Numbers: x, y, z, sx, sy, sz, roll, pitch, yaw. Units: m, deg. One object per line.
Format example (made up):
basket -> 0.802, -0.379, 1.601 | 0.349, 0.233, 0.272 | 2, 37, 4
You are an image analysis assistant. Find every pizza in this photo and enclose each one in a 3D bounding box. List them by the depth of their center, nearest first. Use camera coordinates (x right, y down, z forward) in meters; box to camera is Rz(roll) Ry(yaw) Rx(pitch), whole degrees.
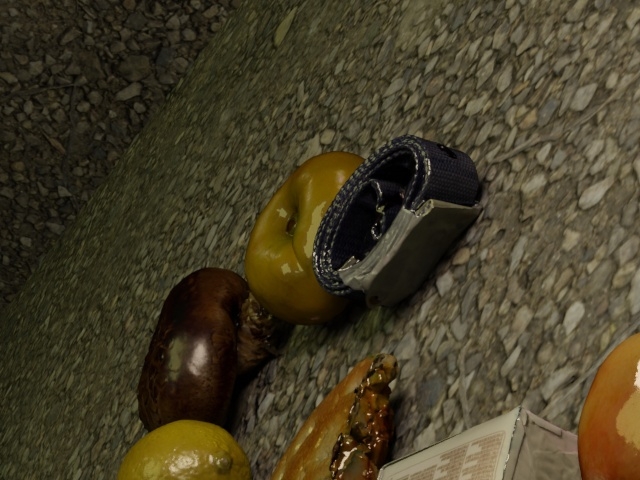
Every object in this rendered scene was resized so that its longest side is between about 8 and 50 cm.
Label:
pizza -> 0.019, 0.266, 1.667 | 0.289, 0.081, 0.228 | -56, 13, 15

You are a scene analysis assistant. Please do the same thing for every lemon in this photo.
lemon -> -0.177, 0.326, 1.942 | 0.203, 0.178, 0.178 | -38, 29, 45

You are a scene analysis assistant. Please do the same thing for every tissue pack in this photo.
tissue pack -> 0.135, 0.274, 1.301 | 0.225, 0.124, 0.185 | -34, 33, 52

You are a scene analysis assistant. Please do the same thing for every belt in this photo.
belt -> 0.099, -0.019, 1.816 | 0.230, 0.126, 0.139 | -53, 48, 21

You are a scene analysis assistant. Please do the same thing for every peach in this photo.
peach -> 0.000, 0.000, 2.007 | 0.251, 0.153, 0.251 | -41, 37, 40

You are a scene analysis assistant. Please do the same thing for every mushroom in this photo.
mushroom -> -0.178, 0.170, 2.180 | 0.278, 0.163, 0.297 | -51, 20, 28

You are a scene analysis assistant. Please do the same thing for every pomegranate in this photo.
pomegranate -> 0.276, 0.152, 1.001 | 0.209, 0.209, 0.209 | -50, 22, 28
